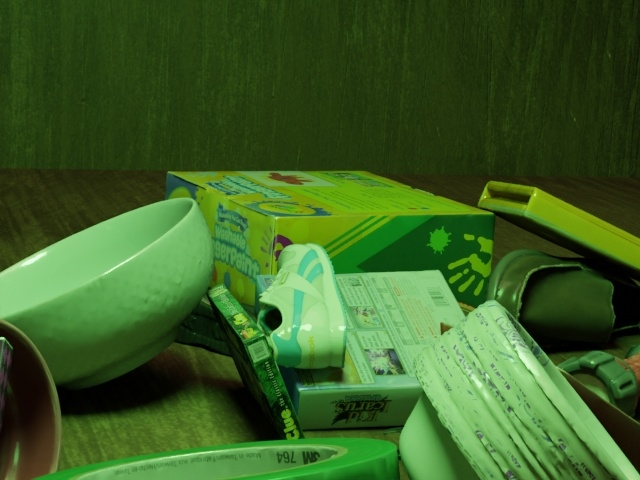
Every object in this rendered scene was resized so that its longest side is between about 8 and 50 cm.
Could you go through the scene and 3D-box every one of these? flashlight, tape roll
[{"bbox_3d":[0.376,0.163,1.996,0.103,0.103,0.304,9,13,33],"label":"flashlight"},{"bbox_3d":[-0.091,0.225,1.390,0.321,0.077,0.321,-6,0,0],"label":"tape roll"}]

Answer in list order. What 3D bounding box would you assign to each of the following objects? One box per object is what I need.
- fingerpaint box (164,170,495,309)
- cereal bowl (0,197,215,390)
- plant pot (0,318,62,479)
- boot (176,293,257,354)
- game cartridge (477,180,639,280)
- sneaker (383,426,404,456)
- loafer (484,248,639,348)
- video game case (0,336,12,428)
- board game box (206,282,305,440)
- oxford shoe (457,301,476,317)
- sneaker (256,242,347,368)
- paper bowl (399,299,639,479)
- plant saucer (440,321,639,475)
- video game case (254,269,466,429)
[{"bbox_3d":[0.000,0.000,2.595,0.371,0.163,0.445,-1,11,-26],"label":"fingerpaint box"},{"bbox_3d":[-0.272,0.083,1.990,0.339,0.141,0.339,-22,12,5],"label":"cereal bowl"},{"bbox_3d":[-0.367,0.177,1.512,0.180,0.201,0.201,-9,4,29],"label":"plant pot"},{"bbox_3d":[-0.131,0.106,2.272,0.198,0.077,0.137,27,18,34],"label":"boot"},{"bbox_3d":[0.413,0.001,2.448,0.323,0.053,0.285,23,1,-10],"label":"game cartridge"},{"bbox_3d":[0.153,0.223,1.763,0.089,0.051,0.170,-6,9,-40],"label":"sneaker"},{"bbox_3d":[0.353,0.082,2.332,0.130,0.134,0.366,14,14,36],"label":"loafer"},{"bbox_3d":[-0.372,0.185,1.350,0.210,0.232,0.042,5,-21,3],"label":"video game case"},{"bbox_3d":[-0.077,0.140,1.904,0.030,0.136,0.259,-21,14,-9],"label":"board game box"},{"bbox_3d":[0.095,0.136,2.152,0.271,0.097,0.098,-3,33,-15],"label":"oxford shoe"},{"bbox_3d":[-0.031,0.070,1.936,0.092,0.087,0.229,-2,27,-10],"label":"sneaker"},{"bbox_3d":[0.176,0.201,1.387,0.148,0.284,0.284,-39,10,5],"label":"paper bowl"},{"bbox_3d":[0.257,0.186,1.676,0.258,0.048,0.259,35,-6,-22],"label":"plant saucer"},{"bbox_3d":[0.062,0.128,2.001,0.244,0.061,0.269,0,28,-14],"label":"video game case"}]
